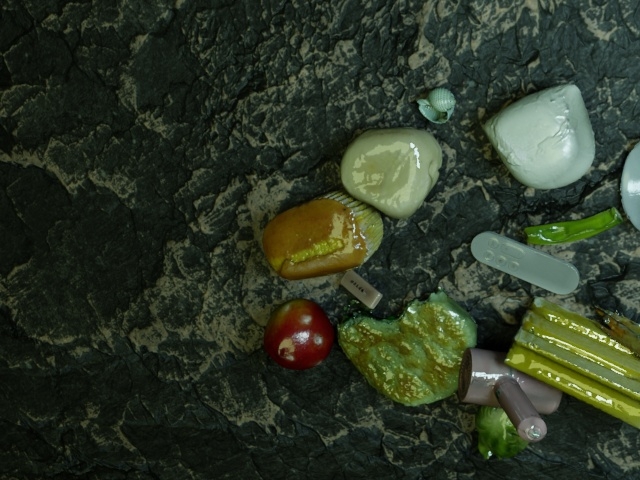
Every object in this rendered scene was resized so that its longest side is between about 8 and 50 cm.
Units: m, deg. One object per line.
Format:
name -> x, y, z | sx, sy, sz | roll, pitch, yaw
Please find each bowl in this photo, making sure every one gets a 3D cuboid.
bowl -> 0.668, -0.105, 1.405 | 0.085, 0.189, 0.189 | -3, 113, -14

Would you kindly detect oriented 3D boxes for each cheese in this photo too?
cheese -> 0.446, -0.195, 1.458 | 0.198, 0.154, 0.189 | -24, 79, 36
cheese -> 0.158, -0.152, 1.634 | 0.235, 0.117, 0.218 | -24, 95, 25

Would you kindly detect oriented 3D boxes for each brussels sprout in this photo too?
brussels sprout -> 0.430, 0.439, 1.747 | 0.139, 0.100, 0.181 | 29, 138, 32

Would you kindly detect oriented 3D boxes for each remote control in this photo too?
remote control -> 0.452, 0.048, 1.626 | 0.244, 0.022, 0.077 | 24, 119, 17

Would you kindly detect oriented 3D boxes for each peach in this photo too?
peach -> -0.057, 0.244, 1.852 | 0.197, 0.197, 0.198 | 9, 113, 23

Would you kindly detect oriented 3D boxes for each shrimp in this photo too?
shrimp -> 0.692, 0.184, 1.521 | 0.248, 0.068, 0.150 | 20, 78, 28

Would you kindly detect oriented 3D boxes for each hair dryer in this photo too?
hair dryer -> 0.424, 0.339, 1.534 | 0.210, 0.352, 0.126 | 10, 101, -1

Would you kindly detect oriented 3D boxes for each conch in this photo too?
conch -> 0.256, -0.293, 1.576 | 0.085, 0.056, 0.076 | 24, 141, 50

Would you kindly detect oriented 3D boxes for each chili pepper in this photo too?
chili pepper -> 0.531, -0.024, 1.544 | 0.201, 0.050, 0.052 | -15, 85, 27

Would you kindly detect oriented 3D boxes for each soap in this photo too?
soap -> 0.563, 0.253, 1.549 | 0.314, 0.199, 0.091 | 25, 125, 14

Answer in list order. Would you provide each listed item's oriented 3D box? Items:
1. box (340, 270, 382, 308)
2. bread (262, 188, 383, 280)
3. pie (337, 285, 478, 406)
box -> 0.099, 0.118, 1.797 | 0.115, 0.025, 0.048 | 41, 97, 34
bread -> 0.000, 0.000, 1.755 | 0.288, 0.156, 0.204 | -17, 98, 32
pie -> 0.218, 0.265, 1.794 | 0.371, 0.078, 0.297 | -14, 102, 31
